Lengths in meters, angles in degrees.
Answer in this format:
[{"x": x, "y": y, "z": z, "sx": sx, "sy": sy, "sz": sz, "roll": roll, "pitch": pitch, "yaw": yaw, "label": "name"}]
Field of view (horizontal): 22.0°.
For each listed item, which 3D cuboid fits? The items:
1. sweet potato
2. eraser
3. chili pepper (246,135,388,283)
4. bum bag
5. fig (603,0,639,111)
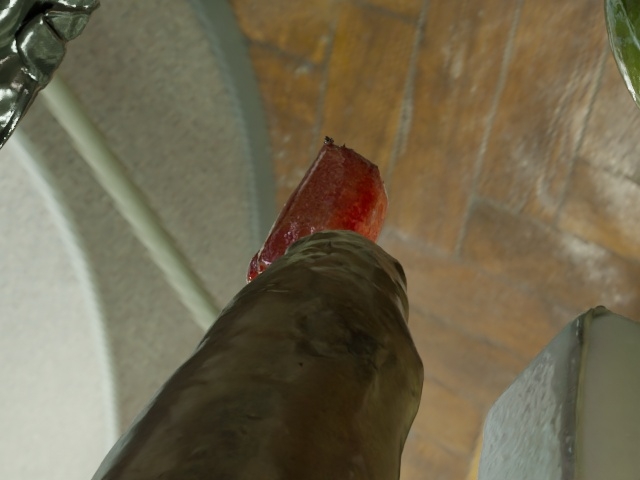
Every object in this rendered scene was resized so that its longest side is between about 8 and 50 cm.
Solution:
[{"x": -0.028, "y": 0.103, "z": 0.644, "sx": 0.130, "sy": 0.423, "sz": 0.130, "roll": 8, "pitch": 128, "yaw": 11, "label": "sweet potato"}, {"x": 0.237, "y": 0.207, "z": 1.256, "sx": 0.331, "sy": 0.331, "sz": 0.150, "roll": 40, "pitch": 128, "yaw": 1, "label": "eraser"}, {"x": 0.000, "y": 0.000, "z": 1.080, "sx": 0.070, "sy": 0.123, "sz": 0.073, "roll": 36, "pitch": 146, "yaw": -9, "label": "chili pepper"}, {"x": -0.251, "y": -0.180, "z": 1.252, "sx": 0.142, "sy": 0.080, "sz": 0.326, "roll": 38, "pitch": 104, "yaw": -1, "label": "bum bag"}, {"x": 0.281, "y": -0.152, "z": 1.111, "sx": 0.191, "sy": 0.181, "sz": 0.181, "roll": 40, "pitch": 134, "yaw": -3, "label": "fig"}]
